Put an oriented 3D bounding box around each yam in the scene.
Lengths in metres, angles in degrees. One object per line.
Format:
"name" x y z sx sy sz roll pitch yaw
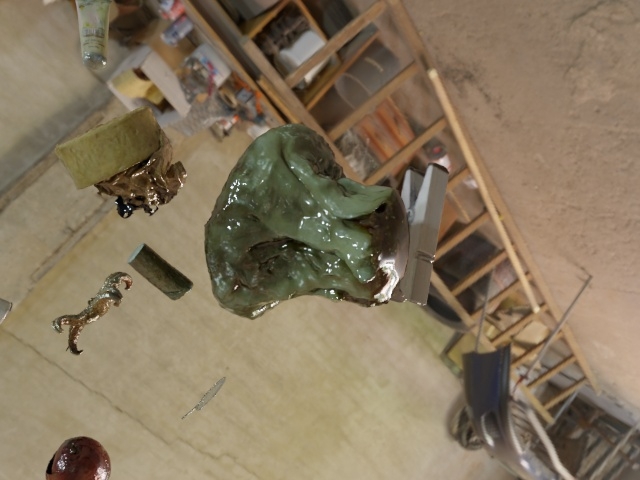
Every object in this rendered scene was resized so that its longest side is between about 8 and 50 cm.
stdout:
"yam" -0.301 0.061 1.068 0.132 0.054 0.054 48 166 -32

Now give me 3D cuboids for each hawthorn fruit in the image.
"hawthorn fruit" -0.585 0.541 1.370 0.148 0.148 0.172 36 137 23

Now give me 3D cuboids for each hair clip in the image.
"hair clip" 0.227 -0.016 1.329 0.085 0.331 0.101 19 167 -41

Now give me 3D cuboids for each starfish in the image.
"starfish" -0.696 0.221 1.736 0.113 0.303 0.312 42 -167 -6

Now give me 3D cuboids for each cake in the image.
"cake" -0.592 -0.214 1.750 0.332 0.332 0.321 15 136 62

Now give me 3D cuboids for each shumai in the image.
"shumai" 0.000 0.000 1.079 0.323 0.398 0.324 21 -172 26

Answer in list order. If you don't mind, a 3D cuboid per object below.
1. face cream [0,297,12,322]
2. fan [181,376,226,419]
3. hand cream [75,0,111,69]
"face cream" -0.734 0.100 1.108 0.243 0.092 0.058 34 159 -34
"fan" -0.309 0.424 1.511 0.005 0.175 0.113 38 122 12
"hand cream" -0.399 -0.370 1.007 0.039 0.061 0.143 129 135 -68
